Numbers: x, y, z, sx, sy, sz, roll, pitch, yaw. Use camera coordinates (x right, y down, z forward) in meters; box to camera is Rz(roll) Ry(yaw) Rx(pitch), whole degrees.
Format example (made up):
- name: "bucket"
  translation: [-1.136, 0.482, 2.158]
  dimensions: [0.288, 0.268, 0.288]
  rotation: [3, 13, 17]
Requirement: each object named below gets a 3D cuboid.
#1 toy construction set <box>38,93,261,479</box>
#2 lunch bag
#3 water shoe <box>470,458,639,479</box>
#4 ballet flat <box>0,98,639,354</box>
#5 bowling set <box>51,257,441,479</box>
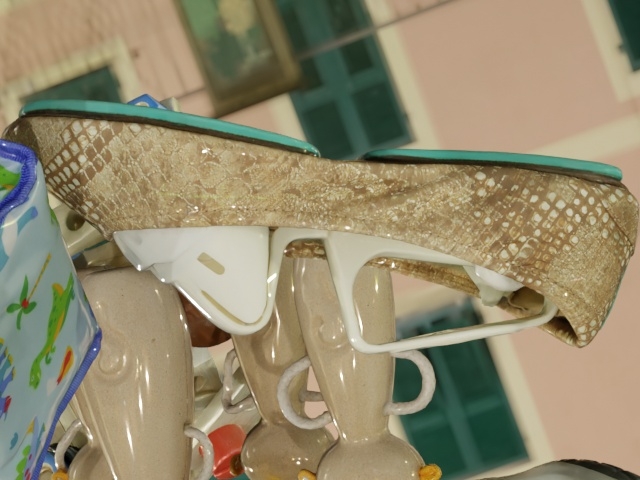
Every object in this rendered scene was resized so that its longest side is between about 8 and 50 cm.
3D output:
- name: "toy construction set"
  translation: [-0.123, 0.062, 1.119]
  dimensions: [0.215, 0.151, 0.328]
  rotation: [-41, -137, 9]
- name: "lunch bag"
  translation: [-0.156, 0.016, 0.525]
  dimensions: [0.151, 0.096, 0.129]
  rotation: [18, 153, 10]
- name: "water shoe"
  translation: [0.089, 0.154, 0.796]
  dimensions: [0.203, 0.073, 0.080]
  rotation: [127, -14, -67]
- name: "ballet flat"
  translation: [0.000, 0.000, 0.549]
  dimensions: [0.206, 0.067, 0.073]
  rotation: [6, 170, -3]
- name: "bowling set"
  translation: [-0.058, 0.082, 0.848]
  dimensions: [0.287, 0.154, 0.200]
  rotation: [-8, -178, 21]
